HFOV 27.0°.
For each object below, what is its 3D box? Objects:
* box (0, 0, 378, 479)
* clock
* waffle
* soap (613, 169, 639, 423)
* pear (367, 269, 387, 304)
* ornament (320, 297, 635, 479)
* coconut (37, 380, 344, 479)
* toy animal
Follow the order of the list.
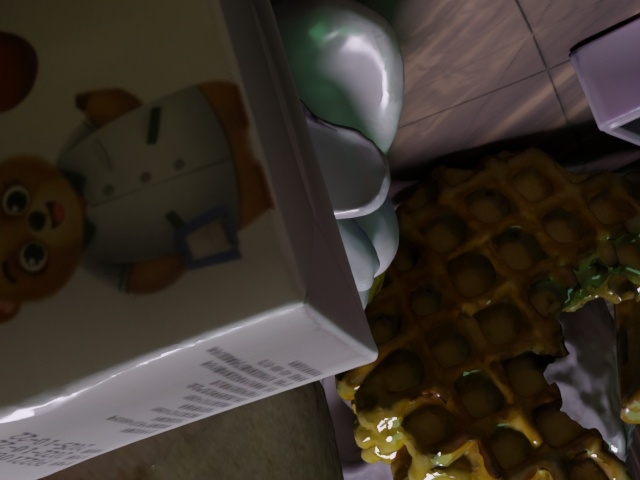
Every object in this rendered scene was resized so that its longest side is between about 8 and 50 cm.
[{"bbox_3d":[-0.174,-0.004,0.593,0.341,0.225,0.143,-20,163,10],"label":"box"},{"bbox_3d":[0.286,-0.123,0.975,0.150,0.063,0.197,-25,164,27],"label":"clock"},{"bbox_3d":[0.158,0.076,1.107,0.261,0.324,0.151,22,152,0],"label":"waffle"},{"bbox_3d":[0.384,0.023,1.180,0.259,0.281,0.143,-27,131,35],"label":"soap"},{"bbox_3d":[0.000,0.000,1.021,0.107,0.107,0.131,-23,125,23],"label":"pear"},{"bbox_3d":[0.157,0.159,1.341,0.337,0.337,0.337,-15,166,-4],"label":"ornament"},{"bbox_3d":[-0.198,0.161,0.936,0.415,0.415,0.345,-9,136,-27],"label":"coconut"},{"bbox_3d":[-0.067,-0.020,0.773,0.249,0.174,0.289,-26,167,-12],"label":"toy animal"}]
